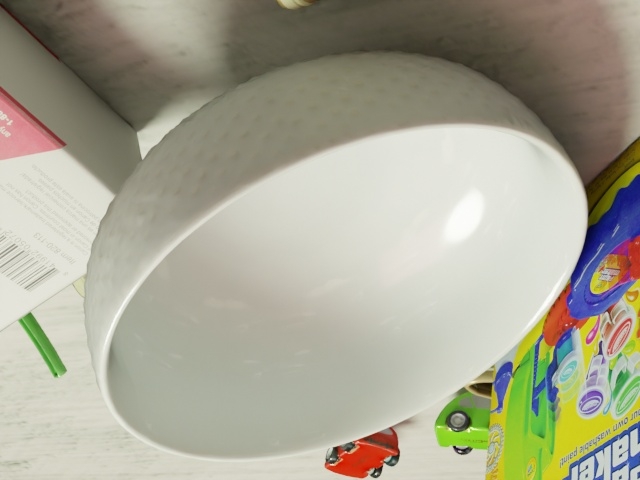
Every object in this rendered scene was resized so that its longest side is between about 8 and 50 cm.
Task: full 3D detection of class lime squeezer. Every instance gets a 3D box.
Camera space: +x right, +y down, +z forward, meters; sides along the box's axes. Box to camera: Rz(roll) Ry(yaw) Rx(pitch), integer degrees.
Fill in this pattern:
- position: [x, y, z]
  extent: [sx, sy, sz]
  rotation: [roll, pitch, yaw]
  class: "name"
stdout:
- position: [-0.334, 0.008, 0.972]
  extent: [0.310, 0.110, 0.059]
  rotation: [28, 138, -26]
  class: "lime squeezer"

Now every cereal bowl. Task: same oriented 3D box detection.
- position: [0.000, 0.000, 0.789]
  extent: [0.339, 0.141, 0.339]
  rotation: [-15, 142, -12]
  class: "cereal bowl"

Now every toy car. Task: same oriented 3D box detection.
- position: [0.101, 0.175, 1.153]
  extent: [0.225, 0.053, 0.239]
  rotation: [2, 146, 13]
  class: "toy car"

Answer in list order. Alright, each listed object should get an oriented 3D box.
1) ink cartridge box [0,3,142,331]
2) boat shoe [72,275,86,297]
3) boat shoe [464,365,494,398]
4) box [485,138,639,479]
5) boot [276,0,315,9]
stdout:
- position: [-0.293, -0.025, 0.812]
  extent: [0.283, 0.117, 0.207]
  rotation: [-32, 133, 14]
  class: "ink cartridge box"
- position: [-0.199, -0.005, 0.975]
  extent: [0.049, 0.056, 0.152]
  rotation: [-8, 148, 8]
  class: "boat shoe"
- position: [0.237, 0.136, 1.021]
  extent: [0.285, 0.089, 0.104]
  rotation: [23, 144, -18]
  class: "boat shoe"
- position: [0.258, 0.092, 0.781]
  extent: [0.177, 0.279, 0.290]
  rotation: [19, 145, -13]
  class: "box"
- position: [0.040, -0.192, 0.592]
  extent: [0.165, 0.077, 0.213]
  rotation: [-15, 168, 3]
  class: "boot"
